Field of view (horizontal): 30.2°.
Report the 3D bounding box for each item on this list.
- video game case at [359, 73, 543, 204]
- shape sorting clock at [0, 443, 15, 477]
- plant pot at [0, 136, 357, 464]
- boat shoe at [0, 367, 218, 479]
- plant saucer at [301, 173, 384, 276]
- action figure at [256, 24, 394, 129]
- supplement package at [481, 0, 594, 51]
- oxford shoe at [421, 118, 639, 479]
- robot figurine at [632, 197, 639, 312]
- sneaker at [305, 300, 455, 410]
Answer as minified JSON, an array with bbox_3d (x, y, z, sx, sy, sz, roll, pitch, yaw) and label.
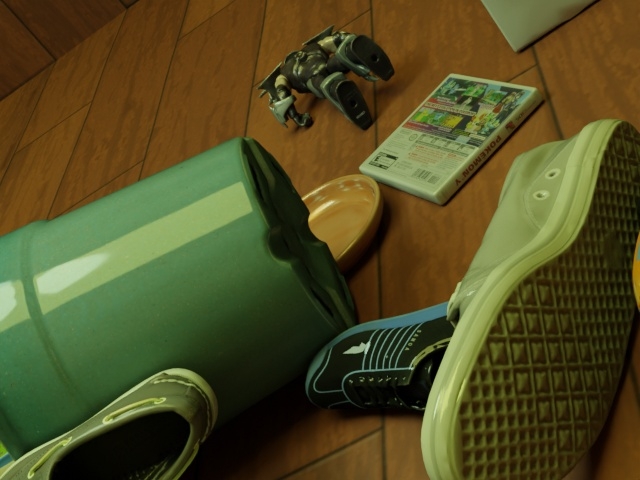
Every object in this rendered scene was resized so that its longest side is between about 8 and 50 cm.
[{"bbox_3d":[0.158,-0.131,1.481,0.183,0.023,0.201,-46,26,-9],"label":"video game case"},{"bbox_3d":[-0.388,0.252,1.606,0.206,0.040,0.206,-33,24,17],"label":"shape sorting clock"},{"bbox_3d":[-0.163,0.071,1.289,0.334,0.341,0.341,-29,29,10],"label":"plant pot"},{"bbox_3d":[-0.229,0.236,1.120,0.305,0.109,0.091,-39,5,5],"label":"boat shoe"},{"bbox_3d":[0.000,0.000,1.477,0.200,0.037,0.200,-31,28,19],"label":"plant saucer"},{"bbox_3d":[0.008,-0.244,1.775,0.185,0.099,0.285,-51,24,-4],"label":"action figure"},{"bbox_3d":[0.267,-0.419,1.596,0.178,0.175,0.293,-33,28,15],"label":"supplement package"},{"bbox_3d":[0.179,0.056,1.021,0.130,0.169,0.449,-13,31,38],"label":"oxford shoe"},{"bbox_3d":[0.351,-0.009,0.962,0.211,0.085,0.291,-10,39,30],"label":"robot figurine"},{"bbox_3d":[0.077,0.125,1.140,0.232,0.081,0.090,-26,26,28],"label":"sneaker"}]
